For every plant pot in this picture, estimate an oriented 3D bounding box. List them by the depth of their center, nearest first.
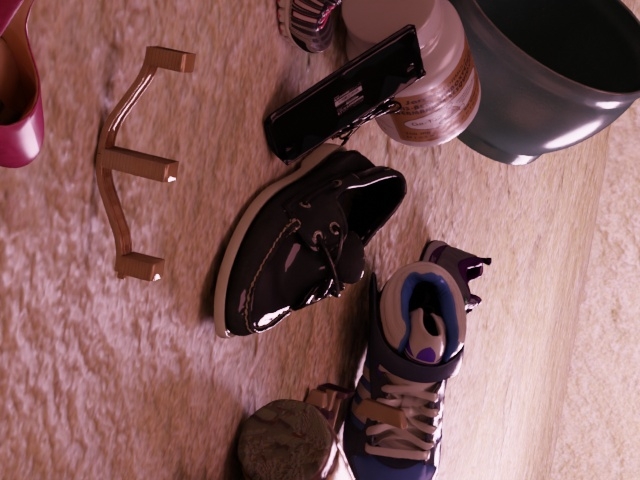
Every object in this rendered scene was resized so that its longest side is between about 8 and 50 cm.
[{"bbox_3d":[0.264,-0.224,2.085,0.196,0.293,0.293,-56,177,37],"label":"plant pot"}]

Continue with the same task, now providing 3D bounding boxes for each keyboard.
[{"bbox_3d":[0.021,-0.147,1.632,0.192,0.038,0.100,-33,140,-16],"label":"keyboard"}]

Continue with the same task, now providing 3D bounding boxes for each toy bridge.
[{"bbox_3d":[-0.143,-0.060,1.243,0.026,0.063,0.188,-24,127,-68],"label":"toy bridge"}]

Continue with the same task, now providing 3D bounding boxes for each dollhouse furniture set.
[{"bbox_3d":[0.039,0.231,1.922,0.091,0.114,0.081,-1,107,-74],"label":"dollhouse furniture set"}]

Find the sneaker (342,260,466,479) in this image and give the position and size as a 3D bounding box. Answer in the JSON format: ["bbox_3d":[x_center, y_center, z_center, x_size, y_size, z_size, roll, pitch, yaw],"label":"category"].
[{"bbox_3d":[0.105,0.184,1.988,0.236,0.130,0.322,100,0,-72],"label":"sneaker"}]

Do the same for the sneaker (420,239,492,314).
[{"bbox_3d":[0.169,0.099,2.244,0.083,0.098,0.223,74,33,-56],"label":"sneaker"}]

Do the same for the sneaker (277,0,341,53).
[{"bbox_3d":[0.001,-0.239,1.538,0.170,0.075,0.063,79,29,-52],"label":"sneaker"}]

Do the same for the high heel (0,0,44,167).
[{"bbox_3d":[-0.185,-0.118,0.988,0.244,0.117,0.082,80,29,-51],"label":"high heel"}]

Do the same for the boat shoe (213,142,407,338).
[{"bbox_3d":[0.000,0.003,1.640,0.340,0.113,0.127,-45,144,-59],"label":"boat shoe"}]

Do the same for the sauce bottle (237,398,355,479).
[{"bbox_3d":[-0.010,0.294,1.818,0.344,0.111,0.111,71,36,-58],"label":"sauce bottle"}]

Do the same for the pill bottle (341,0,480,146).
[{"bbox_3d":[0.098,-0.207,1.762,0.229,0.131,0.131,58,48,-64],"label":"pill bottle"}]
